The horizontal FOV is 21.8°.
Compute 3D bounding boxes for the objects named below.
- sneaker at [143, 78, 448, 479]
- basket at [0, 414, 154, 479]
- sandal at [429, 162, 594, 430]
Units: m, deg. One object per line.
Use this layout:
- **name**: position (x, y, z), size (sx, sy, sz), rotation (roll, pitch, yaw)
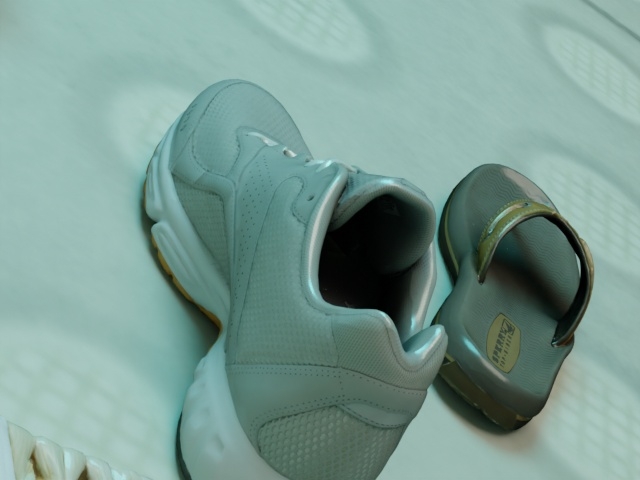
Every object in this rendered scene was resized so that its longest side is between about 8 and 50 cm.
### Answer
- **sneaker**: position (0.000, 0.000, 0.698), size (0.099, 0.121, 0.262), rotation (23, 31, -29)
- **basket**: position (-0.072, 0.140, 0.411), size (0.103, 0.113, 0.167), rotation (20, 33, -34)
- **sandal**: position (0.104, 0.015, 0.863), size (0.090, 0.060, 0.219), rotation (36, 28, -4)
